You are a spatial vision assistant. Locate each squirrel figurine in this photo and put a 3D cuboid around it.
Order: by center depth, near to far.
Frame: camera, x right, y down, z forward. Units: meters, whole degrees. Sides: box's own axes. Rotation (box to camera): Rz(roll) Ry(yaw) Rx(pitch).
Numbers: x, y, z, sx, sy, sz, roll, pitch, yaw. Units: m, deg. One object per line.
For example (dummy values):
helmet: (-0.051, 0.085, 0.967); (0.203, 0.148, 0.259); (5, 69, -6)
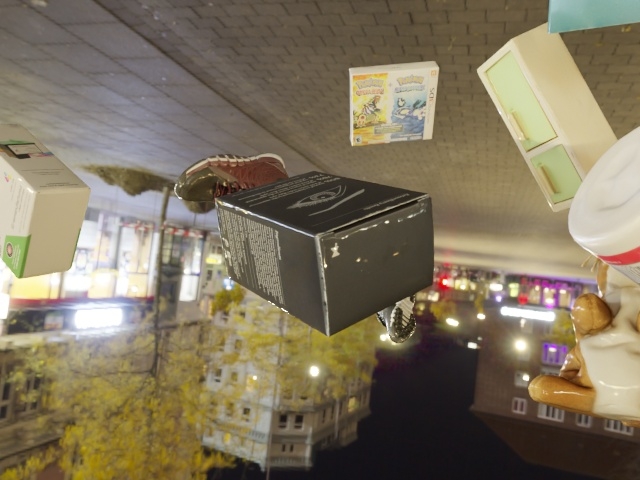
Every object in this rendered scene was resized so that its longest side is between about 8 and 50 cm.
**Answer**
squirrel figurine: (0.641, 0.175, 1.044); (0.397, 0.371, 0.281); (27, 156, -36)

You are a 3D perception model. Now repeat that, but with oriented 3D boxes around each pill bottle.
pill bottle: (0.469, 0.012, 0.595); (0.318, 0.176, 0.176); (32, 174, -6)

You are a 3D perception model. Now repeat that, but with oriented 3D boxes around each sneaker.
sneaker: (-0.163, -0.107, 1.148); (0.281, 0.162, 0.106); (-19, 149, -36)
sneaker: (0.198, 0.209, 1.400); (0.078, 0.106, 0.234); (39, -150, -11)

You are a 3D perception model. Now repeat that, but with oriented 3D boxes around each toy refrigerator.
toy refrigerator: (0.363, -0.188, 0.821); (0.094, 0.270, 0.102); (-29, 180, -17)

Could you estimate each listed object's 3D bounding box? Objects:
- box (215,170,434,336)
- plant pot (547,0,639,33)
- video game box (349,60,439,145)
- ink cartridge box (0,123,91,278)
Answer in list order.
box: (0.000, 0.000, 0.585); (0.153, 0.108, 0.207); (-20, -155, -32)
plant pot: (0.380, -0.381, 0.596); (0.165, 0.234, 0.165); (-20, -158, -24)
video game box: (0.173, -0.325, 1.249); (0.205, 0.187, 0.048); (-6, -142, -2)
ink cartridge box: (-0.611, -0.087, 1.059); (0.278, 0.201, 0.117); (37, -154, 24)
